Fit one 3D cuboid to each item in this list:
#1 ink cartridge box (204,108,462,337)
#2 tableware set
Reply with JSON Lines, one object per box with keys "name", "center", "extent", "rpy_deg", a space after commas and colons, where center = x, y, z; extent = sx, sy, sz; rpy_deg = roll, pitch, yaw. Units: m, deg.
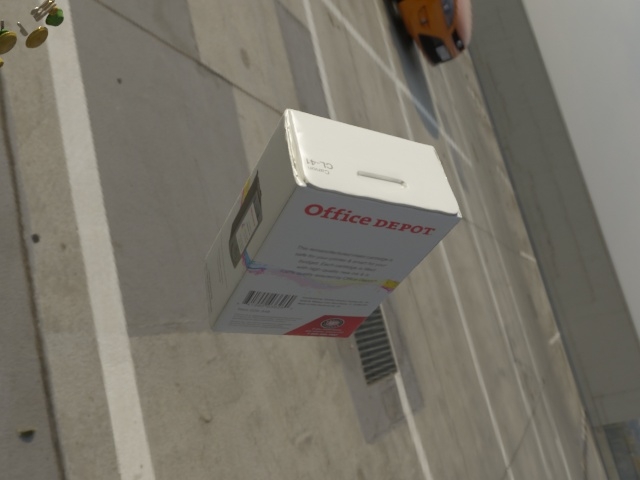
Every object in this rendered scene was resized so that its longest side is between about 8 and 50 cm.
{"name": "ink cartridge box", "center": [0.000, 0.000, 0.819], "extent": [0.226, 0.306, 0.131], "rpy_deg": [9, 48, -27]}
{"name": "tableware set", "center": [-0.498, -0.348, 1.041], "extent": [0.024, 0.154, 0.104], "rpy_deg": [44, -9, -2]}
